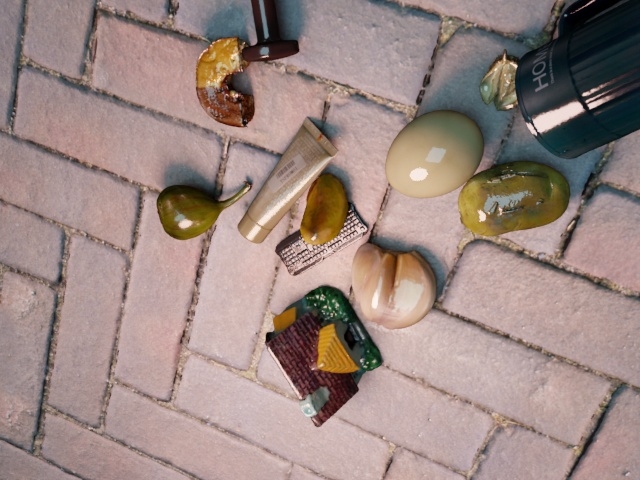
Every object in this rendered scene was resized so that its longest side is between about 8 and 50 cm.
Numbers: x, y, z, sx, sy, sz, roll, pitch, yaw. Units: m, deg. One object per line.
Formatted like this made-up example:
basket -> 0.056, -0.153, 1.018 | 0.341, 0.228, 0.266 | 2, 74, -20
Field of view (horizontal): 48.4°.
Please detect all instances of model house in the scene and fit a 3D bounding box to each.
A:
model house -> -0.017, 0.304, 1.843 | 0.230, 0.249, 0.280 | -31, 95, 24

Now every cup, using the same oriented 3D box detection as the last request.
cup -> 0.583, -0.340, 1.393 | 0.242, 0.308, 0.292 | 46, 146, -16

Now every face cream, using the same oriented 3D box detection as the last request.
face cream -> -0.091, -0.140, 1.817 | 0.137, 0.084, 0.341 | 50, 116, 27

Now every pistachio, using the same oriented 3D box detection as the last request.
pistachio -> 0.012, -0.071, 1.784 | 0.110, 0.100, 0.189 | 12, 73, 0

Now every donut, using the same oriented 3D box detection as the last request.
donut -> -0.232, -0.398, 1.777 | 0.141, 0.085, 0.217 | 7, 109, 17

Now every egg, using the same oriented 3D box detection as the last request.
egg -> 0.256, -0.192, 1.618 | 0.242, 0.186, 0.186 | -34, 94, 35

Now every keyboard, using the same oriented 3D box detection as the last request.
keyboard -> 0.000, 0.000, 1.865 | 0.262, 0.016, 0.106 | -31, 95, 25

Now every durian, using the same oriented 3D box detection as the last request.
durian -> 0.410, -0.361, 1.571 | 0.110, 0.071, 0.140 | 10, 126, 22

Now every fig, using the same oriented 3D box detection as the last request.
fig -> -0.304, -0.090, 1.907 | 0.259, 0.151, 0.151 | -14, 104, -5

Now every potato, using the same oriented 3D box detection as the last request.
potato -> 0.435, -0.095, 1.609 | 0.248, 0.143, 0.169 | -6, 130, 16

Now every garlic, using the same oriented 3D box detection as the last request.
garlic -> 0.181, 0.131, 1.797 | 0.217, 0.110, 0.228 | 7, 109, 14

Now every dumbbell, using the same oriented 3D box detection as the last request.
dumbbell -> -0.131, -0.536, 1.667 | 0.124, 0.140, 0.225 | 18, 120, 59
